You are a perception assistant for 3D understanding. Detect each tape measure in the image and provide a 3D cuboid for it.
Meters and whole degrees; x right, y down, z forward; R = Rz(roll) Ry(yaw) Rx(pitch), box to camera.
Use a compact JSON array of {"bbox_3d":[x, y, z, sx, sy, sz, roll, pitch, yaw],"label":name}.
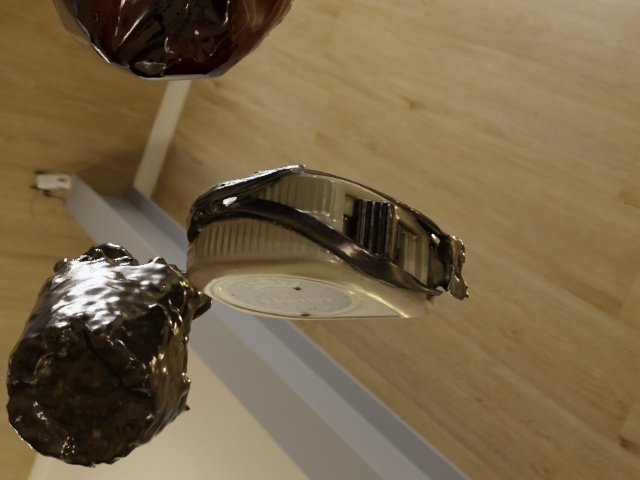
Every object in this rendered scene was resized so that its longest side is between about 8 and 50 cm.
[{"bbox_3d":[0.000,0.000,0.873,0.271,0.231,0.133,-1,-111,24],"label":"tape measure"}]

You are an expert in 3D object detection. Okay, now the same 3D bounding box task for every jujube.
[{"bbox_3d":[-0.141,-0.316,0.864,0.258,0.258,0.376,-42,-149,36],"label":"jujube"}]

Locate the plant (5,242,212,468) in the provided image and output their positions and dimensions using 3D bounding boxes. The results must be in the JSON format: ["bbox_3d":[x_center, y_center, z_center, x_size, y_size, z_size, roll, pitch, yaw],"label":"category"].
[{"bbox_3d":[-0.239,0.124,0.960,0.276,0.199,0.188,-79,173,-68],"label":"plant"}]
